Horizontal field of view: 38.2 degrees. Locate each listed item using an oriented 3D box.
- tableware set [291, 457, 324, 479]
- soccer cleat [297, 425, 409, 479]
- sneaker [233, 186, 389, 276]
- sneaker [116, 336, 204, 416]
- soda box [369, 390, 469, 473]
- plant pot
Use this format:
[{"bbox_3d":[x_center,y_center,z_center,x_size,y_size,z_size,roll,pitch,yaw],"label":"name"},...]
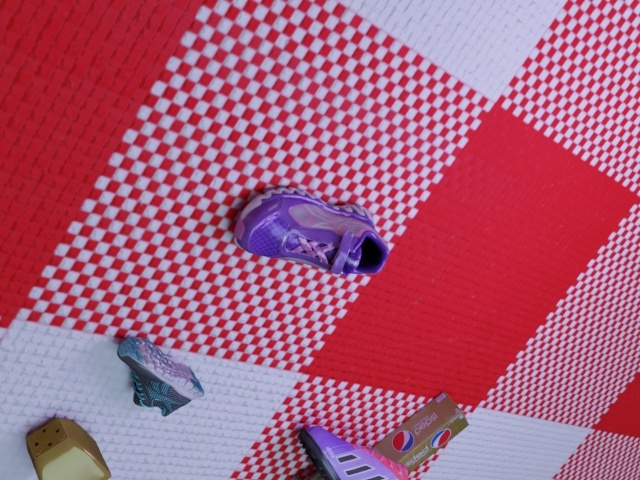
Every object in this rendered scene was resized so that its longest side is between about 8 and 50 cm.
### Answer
[{"bbox_3d":[0.027,0.455,1.624,0.039,0.128,0.194,-16,155,36],"label":"tableware set"},{"bbox_3d":[0.079,0.392,1.558,0.116,0.108,0.318,-41,121,-3],"label":"soccer cleat"},{"bbox_3d":[0.000,0.000,1.200,0.236,0.104,0.095,6,121,-40],"label":"sneaker"},{"bbox_3d":[-0.222,0.187,1.216,0.076,0.065,0.166,-39,138,2],"label":"sneaker"},{"bbox_3d":[0.178,0.359,1.677,0.181,0.058,0.061,-37,138,-6],"label":"soda box"},{"bbox_3d":[-0.333,0.278,1.193,0.081,0.081,0.083,-31,128,-13],"label":"plant pot"}]
